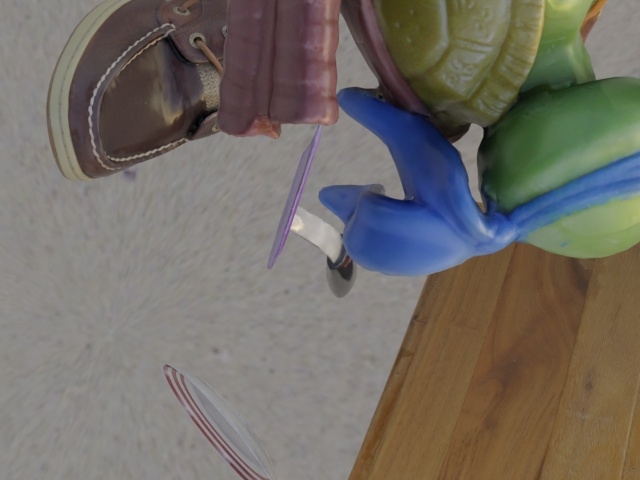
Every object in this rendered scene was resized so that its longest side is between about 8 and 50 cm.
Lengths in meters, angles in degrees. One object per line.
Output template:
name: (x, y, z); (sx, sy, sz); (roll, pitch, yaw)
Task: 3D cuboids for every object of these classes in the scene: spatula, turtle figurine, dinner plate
spatula: (0.000, 0.000, 1.050); (0.030, 0.296, 0.084); (16, 79, 13)
turtle figurine: (0.075, -0.146, 0.434); (0.274, 0.198, 0.266); (-30, 84, 12)
dinner plate: (-0.073, 0.144, 1.216); (0.017, 0.141, 0.141); (-41, 92, -16)

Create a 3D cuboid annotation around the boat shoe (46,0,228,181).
boat shoe: (-0.090, -0.146, 1.278); (0.123, 0.342, 0.123); (4, 115, 27)

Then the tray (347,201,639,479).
tray: (0.161, 0.117, 1.247); (0.203, 0.411, 0.076); (11, 125, 12)
